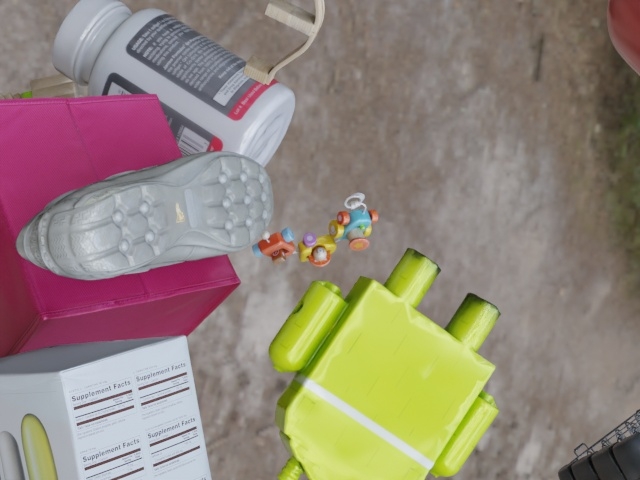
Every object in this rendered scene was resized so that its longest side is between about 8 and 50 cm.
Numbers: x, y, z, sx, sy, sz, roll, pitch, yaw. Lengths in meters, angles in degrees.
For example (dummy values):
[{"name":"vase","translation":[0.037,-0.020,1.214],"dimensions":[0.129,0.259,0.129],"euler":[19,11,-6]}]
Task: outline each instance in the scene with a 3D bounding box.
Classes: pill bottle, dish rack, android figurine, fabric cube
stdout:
[{"name":"pill bottle","translation":[-0.209,-0.212,1.607],"dimensions":[0.176,0.319,0.176],"euler":[-55,171,-13]},{"name":"dish rack","translation":[0.464,0.261,1.591],"dimensions":[0.272,0.074,0.208],"euler":[-29,171,-30]},{"name":"android figurine","translation":[0.063,0.152,1.169],"dimensions":[0.272,0.248,0.056],"euler":[-57,-164,-4]},{"name":"fabric cube","translation":[-0.294,0.013,1.308],"dimensions":[0.259,0.254,0.258],"euler":[-9,67,-42]}]

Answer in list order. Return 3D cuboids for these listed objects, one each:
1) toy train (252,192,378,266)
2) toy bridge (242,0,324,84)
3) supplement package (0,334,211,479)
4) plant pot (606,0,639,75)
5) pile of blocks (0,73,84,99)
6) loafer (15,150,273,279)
[{"name":"toy train","translation":[0.000,0.000,1.543],"dimensions":[0.125,0.166,0.046],"euler":[37,30,-63]},{"name":"toy bridge","translation":[-0.030,-0.252,1.295],"dimensions":[0.188,0.063,0.026],"euler":[-64,179,39]},{"name":"supplement package","translation":[-0.219,0.202,1.037],"dimensions":[0.149,0.194,0.203],"euler":[-12,93,-51]},{"name":"plant pot","translation":[0.426,-0.168,1.006],"dimensions":[0.243,0.275,0.275],"euler":[67,5,34]},{"name":"pile of blocks","translation":[-0.568,-0.174,2.127],"dimensions":[0.362,0.149,0.112],"euler":[-36,167,6]},{"name":"loafer","translation":[-0.160,-0.028,1.139],"dimensions":[0.319,0.112,0.112],"euler":[-13,99,-57]}]
